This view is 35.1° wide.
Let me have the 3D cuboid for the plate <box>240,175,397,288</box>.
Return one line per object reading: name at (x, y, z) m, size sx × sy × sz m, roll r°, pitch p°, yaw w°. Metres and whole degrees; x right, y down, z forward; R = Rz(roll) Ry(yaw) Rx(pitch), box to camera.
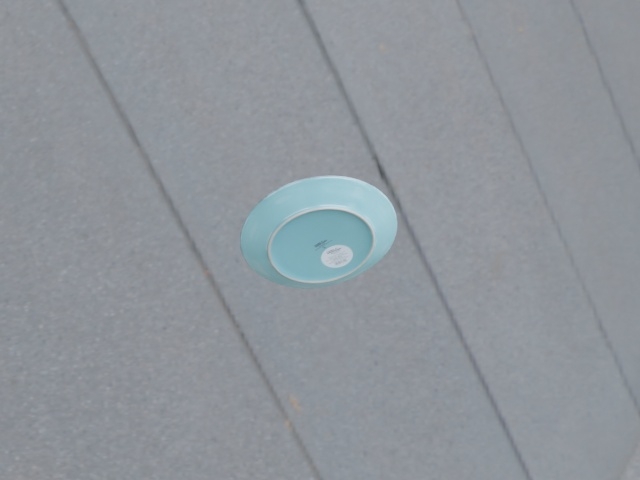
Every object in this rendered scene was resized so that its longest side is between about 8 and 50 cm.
plate at (0.000, 0.000, 1.188) m, size 0.188 × 0.188 × 0.024 m, roll 33°, pitch 31°, yaw -36°
